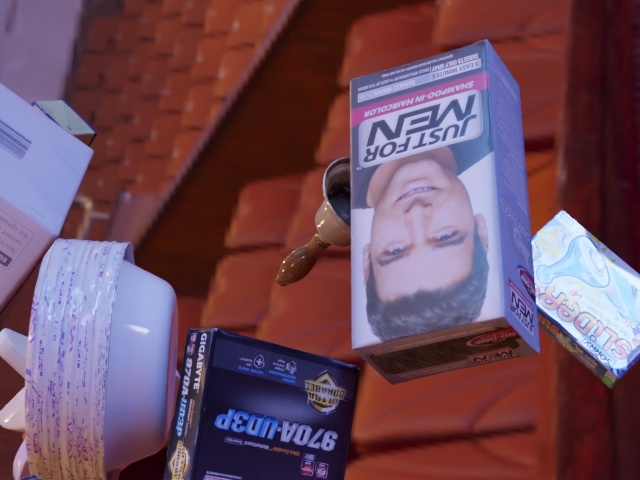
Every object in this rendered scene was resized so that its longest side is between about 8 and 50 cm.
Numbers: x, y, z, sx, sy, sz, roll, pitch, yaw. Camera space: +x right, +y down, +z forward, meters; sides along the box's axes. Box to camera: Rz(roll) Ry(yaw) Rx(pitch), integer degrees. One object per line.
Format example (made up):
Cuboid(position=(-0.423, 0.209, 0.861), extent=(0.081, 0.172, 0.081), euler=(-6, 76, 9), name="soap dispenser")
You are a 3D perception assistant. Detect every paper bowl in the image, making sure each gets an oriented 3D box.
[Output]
Cuboid(position=(-0.242, 0.142, 1.745), extent=(0.284, 0.148, 0.284), euler=(-177, 90, -88), name="paper bowl")

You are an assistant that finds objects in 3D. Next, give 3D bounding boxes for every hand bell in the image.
Cuboid(position=(0.000, 0.000, 2.110), extent=(0.242, 0.126, 0.126), euler=(-44, 26, 46), name="hand bell")

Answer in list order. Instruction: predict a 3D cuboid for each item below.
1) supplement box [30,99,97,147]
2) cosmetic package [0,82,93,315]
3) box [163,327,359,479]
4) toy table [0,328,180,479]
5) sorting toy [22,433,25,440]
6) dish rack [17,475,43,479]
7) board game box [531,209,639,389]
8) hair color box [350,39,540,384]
Cuboid(position=(-0.408, -0.170, 2.367), extent=(0.056, 0.083, 0.083), euler=(-54, -18, 22), name="supplement box")
Cuboid(position=(-0.288, 0.011, 1.091), extent=(0.224, 0.138, 0.224), euler=(-50, 13, 13), name="cosmetic package")
Cuboid(position=(-0.061, 0.201, 1.672), extent=(0.220, 0.051, 0.175), euler=(19, -106, -40), name="box")
Cuboid(position=(-0.325, 0.215, 2.092), extent=(0.161, 0.274, 0.252), euler=(57, -175, 37), name="toy table")
Cuboid(position=(-0.431, 0.278, 2.248), extent=(0.083, 0.012, 0.062), euler=(5, 101, 53), name="sorting toy")
Cuboid(position=(-0.241, 0.313, 1.385), extent=(0.208, 0.074, 0.271), euler=(-54, -21, 8), name="dish rack")
Cuboid(position=(0.330, 0.071, 1.899), extent=(0.136, 0.201, 0.035), euler=(-41, -17, -26), name="board game box")
Cuboid(position=(0.140, -0.035, 1.791), extent=(0.113, 0.185, 0.374), euler=(44, -142, -50), name="hair color box")
